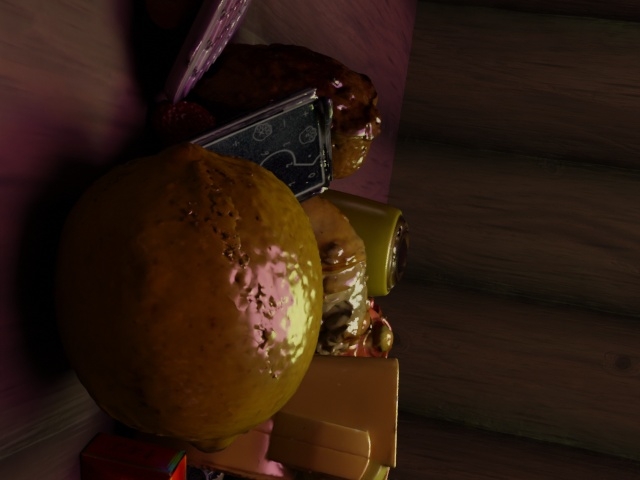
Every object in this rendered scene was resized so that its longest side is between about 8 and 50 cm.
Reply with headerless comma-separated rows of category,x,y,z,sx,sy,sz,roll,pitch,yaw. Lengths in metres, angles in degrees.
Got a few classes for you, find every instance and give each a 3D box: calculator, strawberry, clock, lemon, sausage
calculator,-0.112,-0.269,0.926,0.194,0.043,0.294,-53,-169,34
strawberry,-0.160,-0.132,0.936,0.083,0.073,0.074,43,56,-60
clock,-0.071,0.229,1.031,0.244,0.316,0.201,105,-5,-73
calculator,-0.105,-0.066,0.914,0.274,0.028,0.166,-27,144,-17
lemon,-0.124,0.058,0.780,0.258,0.257,0.310,-48,133,-68
sausage,-0.144,-0.296,0.885,0.062,0.062,0.154,84,19,-51

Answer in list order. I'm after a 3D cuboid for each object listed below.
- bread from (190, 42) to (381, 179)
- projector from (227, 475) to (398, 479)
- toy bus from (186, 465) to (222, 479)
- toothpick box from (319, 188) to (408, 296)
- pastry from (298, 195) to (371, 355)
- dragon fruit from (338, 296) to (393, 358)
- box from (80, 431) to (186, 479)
bread,-0.037,-0.178,1.061,0.232,0.246,0.135,-70,174,-50
projector,-0.009,0.628,1.424,0.242,0.394,0.405,79,22,-58
toy bus,-0.194,0.379,1.140,0.073,0.076,0.168,16,85,-77
toothpick box,0.000,0.000,1.280,0.175,0.271,0.175,9,90,-78
pastry,-0.058,0.067,1.105,0.311,0.254,0.162,77,21,-47
dragon fruit,0.003,0.162,1.446,0.296,0.262,0.315,-38,137,-72
box,-0.212,0.314,0.920,0.048,0.112,0.175,-55,150,-65
